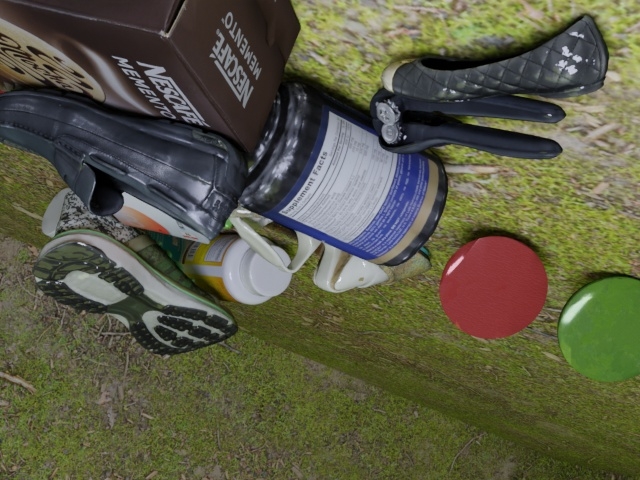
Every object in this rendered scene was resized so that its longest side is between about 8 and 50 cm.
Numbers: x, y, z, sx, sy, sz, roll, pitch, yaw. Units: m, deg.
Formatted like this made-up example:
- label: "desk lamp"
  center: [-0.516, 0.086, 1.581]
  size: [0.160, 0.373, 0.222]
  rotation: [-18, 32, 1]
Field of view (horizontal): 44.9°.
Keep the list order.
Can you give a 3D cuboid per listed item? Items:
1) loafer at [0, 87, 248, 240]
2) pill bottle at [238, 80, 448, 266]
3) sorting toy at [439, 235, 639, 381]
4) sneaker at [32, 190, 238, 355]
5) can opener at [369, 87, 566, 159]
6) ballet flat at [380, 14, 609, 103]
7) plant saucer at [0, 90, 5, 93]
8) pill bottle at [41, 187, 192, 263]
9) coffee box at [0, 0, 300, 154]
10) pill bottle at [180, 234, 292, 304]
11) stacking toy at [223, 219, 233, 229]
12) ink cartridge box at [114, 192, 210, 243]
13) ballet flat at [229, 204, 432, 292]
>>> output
- label: "loafer"
  center: [-0.164, -0.059, 0.582]
  size: [0.223, 0.078, 0.076]
  rotation: [16, 168, 16]
- label: "pill bottle"
  center: [-0.004, -0.067, 0.692]
  size: [0.219, 0.122, 0.123]
  rotation: [23, 166, -26]
- label: "sorting toy"
  center: [0.311, 0.079, 0.928]
  size: [0.366, 0.127, 0.126]
  rotation: [19, -165, -4]
- label: "sneaker"
  center: [-0.267, 0.048, 1.236]
  size: [0.158, 0.182, 0.410]
  rotation: [-21, 143, 19]
- label: "can opener"
  center: [0.108, -0.095, 0.598]
  size: [0.073, 0.059, 0.186]
  rotation: [-21, -160, -31]
- label: "ballet flat"
  center: [0.114, -0.123, 0.534]
  size: [0.173, 0.057, 0.049]
  rotation: [5, 119, 42]
- label: "plant saucer"
  center: [-0.326, -0.173, 0.918]
  size: [0.259, 0.047, 0.259]
  rotation: [20, 166, 1]
- label: "pill bottle"
  center: [-0.368, 0.004, 1.412]
  size: [0.146, 0.146, 0.264]
  rotation: [5, 158, 47]
- label: "coffee box"
  center: [-0.183, -0.178, 0.562]
  size: [0.297, 0.118, 0.168]
  rotation: [16, 165, 18]
- label: "pill bottle"
  center: [-0.143, 0.048, 1.324]
  size: [0.117, 0.117, 0.215]
  rotation: [31, 163, -34]
- label: "stacking toy"
  center: [-0.231, -0.076, 1.130]
  size: [0.221, 0.052, 0.167]
  rotation: [20, 165, 1]
- label: "ink cartridge box"
  center: [-0.235, -0.055, 1.046]
  size: [0.146, 0.045, 0.179]
  rotation: [13, 166, 16]
- label: "ballet flat"
  center: [0.000, 0.000, 0.968]
  size: [0.349, 0.123, 0.123]
  rotation: [31, 162, -36]
